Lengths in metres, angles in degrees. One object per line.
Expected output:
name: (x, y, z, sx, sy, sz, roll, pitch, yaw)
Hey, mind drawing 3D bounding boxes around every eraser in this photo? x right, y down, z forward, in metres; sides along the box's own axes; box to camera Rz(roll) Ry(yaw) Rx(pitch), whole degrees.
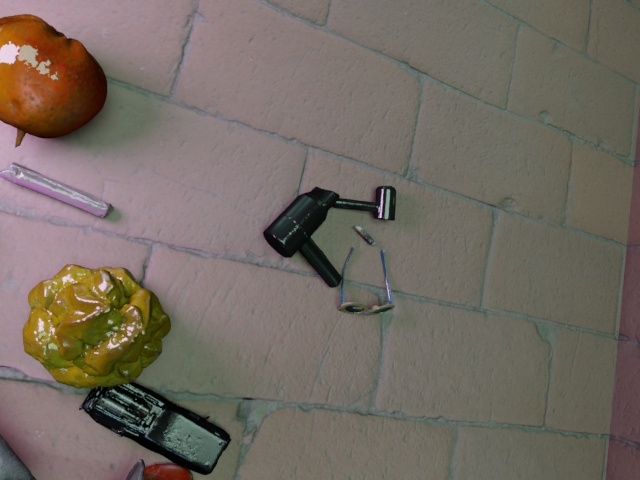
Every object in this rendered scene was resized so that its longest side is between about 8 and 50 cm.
eraser: (0.147, -0.015, 1.506, 0.099, 0.027, 0.019, 46, 73, -15)

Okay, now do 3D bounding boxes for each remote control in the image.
remote control: (-0.425, 0.490, 1.212, 0.398, 0.062, 0.145, 36, 74, -17)

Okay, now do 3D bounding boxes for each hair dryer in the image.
hair dryer: (0.131, -0.131, 1.497, 0.247, 0.070, 0.115, 6, 86, -14)
hair dryer: (0.000, 0.000, 1.415, 0.244, 0.116, 0.303, -46, 115, -19)

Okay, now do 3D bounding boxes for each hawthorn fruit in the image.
hawthorn fruit: (-0.667, -0.355, 1.063, 0.276, 0.277, 0.298, 26, 97, -19)

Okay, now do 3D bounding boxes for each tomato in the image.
tomato: (-0.421, 0.683, 1.191, 0.174, 0.082, 0.167, 15, 83, -21)

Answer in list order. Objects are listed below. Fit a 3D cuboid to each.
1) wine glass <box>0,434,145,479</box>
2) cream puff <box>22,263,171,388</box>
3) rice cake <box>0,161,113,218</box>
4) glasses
wine glass: (-0.626, 0.551, 1.013, 0.405, 0.267, 0.268, 24, 78, -20)
cream puff: (-0.530, 0.195, 1.073, 0.324, 0.257, 0.291, 48, 63, -7)
rice cake: (-0.665, -0.126, 1.153, 0.269, 0.055, 0.049, 25, 82, -22)
glasses: (0.158, 0.133, 1.469, 0.189, 0.088, 0.221, 6, 84, -22)
